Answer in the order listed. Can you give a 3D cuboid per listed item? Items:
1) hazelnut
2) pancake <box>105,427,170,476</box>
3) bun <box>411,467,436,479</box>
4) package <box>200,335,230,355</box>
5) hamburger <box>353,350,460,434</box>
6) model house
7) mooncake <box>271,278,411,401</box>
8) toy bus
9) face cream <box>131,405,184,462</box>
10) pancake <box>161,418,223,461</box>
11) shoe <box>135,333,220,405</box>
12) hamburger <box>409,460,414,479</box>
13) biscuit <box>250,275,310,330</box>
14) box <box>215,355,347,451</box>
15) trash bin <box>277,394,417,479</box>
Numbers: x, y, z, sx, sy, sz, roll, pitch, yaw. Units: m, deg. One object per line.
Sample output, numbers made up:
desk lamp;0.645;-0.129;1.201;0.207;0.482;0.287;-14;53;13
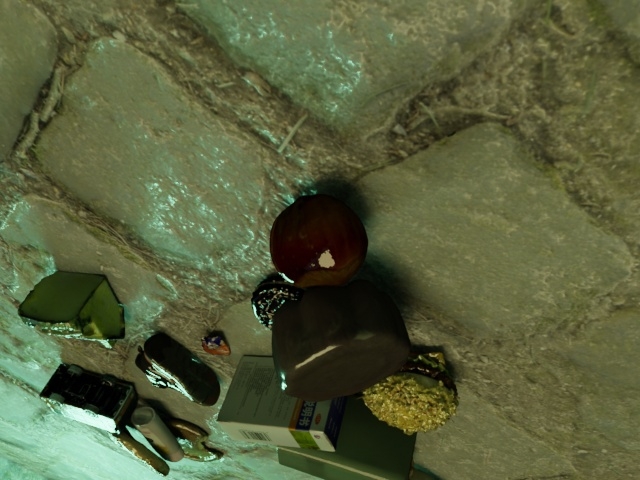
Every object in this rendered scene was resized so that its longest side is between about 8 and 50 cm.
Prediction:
hazelnut;0.000;0.000;1.007;0.177;0.178;0.204;29;164;-9
pancake;-0.670;0.738;2.000;0.356;0.065;0.356;31;154;17
bun;0.223;0.883;1.744;0.363;0.202;0.365;1;122;2
package;-0.287;0.280;1.496;0.077;0.033;0.111;-9;149;-2
hamburger;0.200;0.362;1.317;0.261;0.139;0.243;-6;133;24
model house;-0.639;0.211;1.455;0.193;0.170;0.212;3;136;15
mooncake;0.039;0.206;1.136;0.305;0.154;0.306;-13;149;-8
toy bus;-0.761;0.532;1.854;0.275;0.139;0.167;13;139;10
face cream;-0.562;0.678;1.934;0.107;0.073;0.269;10;137;25
pancake;-0.488;0.741;2.043;0.286;0.033;0.288;29;137;-9
shoe;-0.415;0.390;1.592;0.137;0.114;0.291;-28;117;33
hamburger;0.141;0.637;1.612;0.245;0.155;0.282;-17;121;29
biscuit;-0.068;0.153;1.266;0.194;0.053;0.195;10;138;10
box;-0.090;0.412;1.431;0.299;0.200;0.106;-2;135;22
trash bin;0.078;0.525;1.479;0.343;0.223;0.158;13;137;11
